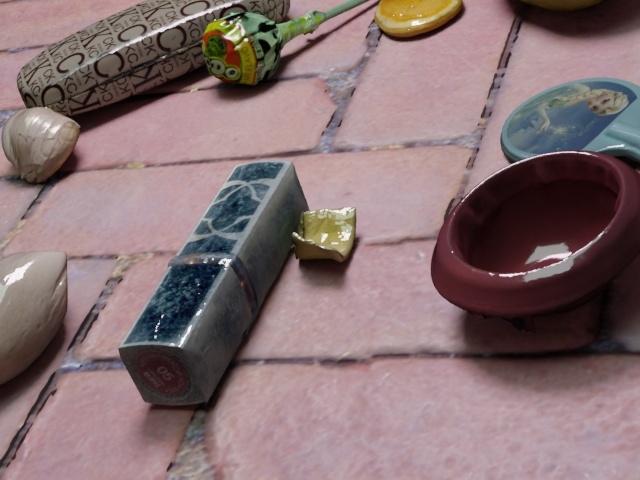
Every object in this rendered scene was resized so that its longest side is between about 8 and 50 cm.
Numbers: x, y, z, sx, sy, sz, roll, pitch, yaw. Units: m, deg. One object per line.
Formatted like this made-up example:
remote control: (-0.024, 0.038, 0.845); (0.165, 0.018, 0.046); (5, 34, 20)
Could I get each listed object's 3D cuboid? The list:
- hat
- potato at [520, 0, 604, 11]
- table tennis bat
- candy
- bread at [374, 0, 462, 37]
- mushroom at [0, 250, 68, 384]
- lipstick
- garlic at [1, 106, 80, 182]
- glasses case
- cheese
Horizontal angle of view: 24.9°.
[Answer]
hat: (0.192, 0.006, 1.227); (0.205, 0.089, 0.205); (-18, 34, 13)
potato: (0.263, -0.339, 1.632); (0.169, 0.143, 0.248); (0, 22, -18)
table tennis bat: (0.272, -0.103, 1.392); (0.149, 0.038, 0.237); (-32, 32, -19)
candy: (-0.010, -0.273, 1.759); (0.305, 0.083, 0.091); (-29, 63, -26)
bread: (0.116, -0.276, 1.728); (0.110, 0.024, 0.110); (-15, 33, 10)
mushroom: (-0.309, 0.086, 1.377); (0.097, 0.088, 0.212); (-1, 43, 42)
lipstick: (-0.091, 0.031, 1.352); (0.077, 0.076, 0.290); (-4, 34, 26)
garlic: (-0.331, -0.119, 1.694); (0.113, 0.074, 0.094); (7, 48, 48)
glasses case: (-0.206, -0.246, 1.798); (0.354, 0.085, 0.137); (-25, 28, -9)
cheese: (0.000, 0.001, 1.378); (0.060, 0.041, 0.084); (-1, 22, 15)
